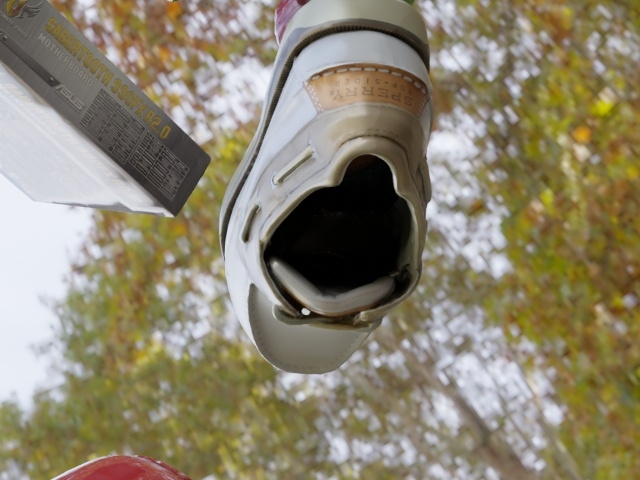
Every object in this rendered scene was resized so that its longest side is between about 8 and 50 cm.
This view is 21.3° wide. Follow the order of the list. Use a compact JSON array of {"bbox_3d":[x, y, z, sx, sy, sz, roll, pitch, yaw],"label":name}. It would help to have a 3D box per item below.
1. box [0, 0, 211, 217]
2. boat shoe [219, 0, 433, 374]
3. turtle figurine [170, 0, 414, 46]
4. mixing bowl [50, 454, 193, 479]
[{"bbox_3d":[-0.214,-0.108,1.193,0.231,0.183,0.056,44,-115,-36],"label":"box"},{"bbox_3d":[0.000,0.000,0.961,0.113,0.103,0.302,1,-37,-4],"label":"boat shoe"},{"bbox_3d":[-0.057,-0.209,1.070,0.198,0.266,0.275,-41,-40,25],"label":"turtle figurine"},{"bbox_3d":[-0.119,0.204,1.104,0.098,0.181,0.181,-54,-39,-28],"label":"mixing bowl"}]
